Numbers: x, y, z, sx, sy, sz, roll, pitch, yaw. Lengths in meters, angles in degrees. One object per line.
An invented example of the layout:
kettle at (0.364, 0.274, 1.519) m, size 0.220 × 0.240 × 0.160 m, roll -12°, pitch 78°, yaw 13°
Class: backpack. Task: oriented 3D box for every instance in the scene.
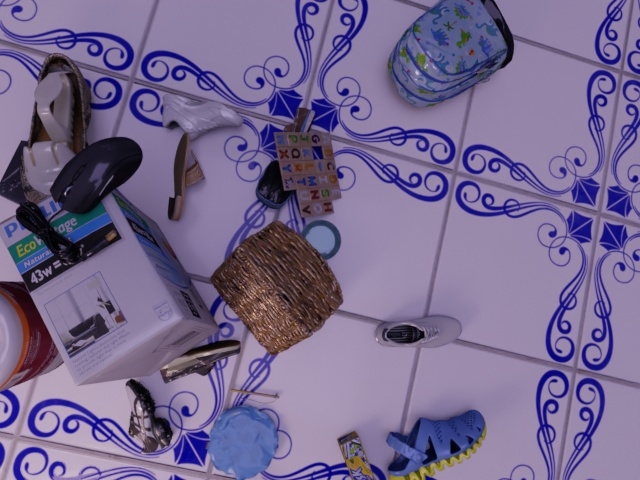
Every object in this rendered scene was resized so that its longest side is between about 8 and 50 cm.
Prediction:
backpack at (-0.126, -0.148, 1.174) m, size 0.104 × 0.084 × 0.115 m, roll 32°, pitch 70°, yaw -9°
backpack at (0.366, -0.556, 1.219) m, size 0.355 × 0.273 × 0.290 m, roll -33°, pitch 96°, yaw 3°

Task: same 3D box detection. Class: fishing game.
fishing game at (-0.209, 0.539, 1.120) m, size 0.188 × 0.041 × 0.265 m, roll 6°, pitch 75°, yaw -7°

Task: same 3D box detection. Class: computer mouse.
computer mouse at (-0.430, -0.084, 0.784) m, size 0.262 × 0.060 × 0.184 m, roll -43°, pitch 77°, yaw -13°

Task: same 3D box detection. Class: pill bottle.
pill bottle at (-0.674, 0.201, 0.914) m, size 0.223 × 0.392 × 0.224 m, roll 1°, pitch 84°, yaw -8°

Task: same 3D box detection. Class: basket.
basket at (-0.114, 0.123, 1.147) m, size 0.299 × 0.223 × 0.213 m, roll 49°, pitch 48°, yaw 0°

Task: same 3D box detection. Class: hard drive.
hard drive at (-0.698, -0.146, 1.118) m, size 0.254 × 0.054 × 0.172 m, roll 21°, pitch 82°, yaw -5°

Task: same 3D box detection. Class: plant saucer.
plant saucer at (0.000, 0.000, 1.209) m, size 0.119 × 0.021 × 0.120 m, roll 1°, pitch 83°, yaw -7°

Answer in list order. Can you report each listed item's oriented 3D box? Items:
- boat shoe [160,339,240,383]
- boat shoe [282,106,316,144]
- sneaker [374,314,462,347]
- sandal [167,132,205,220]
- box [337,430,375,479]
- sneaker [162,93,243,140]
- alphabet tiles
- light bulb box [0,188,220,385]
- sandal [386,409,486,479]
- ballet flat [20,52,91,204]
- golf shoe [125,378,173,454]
boat shoe at (-0.316, 0.323, 1.111) m, size 0.223 × 0.080 × 0.074 m, roll -14°, pitch 92°, yaw -3°
boat shoe at (-0.076, -0.305, 1.215) m, size 0.066 × 0.066 × 0.183 m, roll 22°, pitch 72°, yaw 0°
sneaker at (0.287, 0.267, 1.183) m, size 0.257 × 0.091 × 0.094 m, roll -7°, pitch 85°, yaw -8°
sandal at (-0.364, -0.170, 1.166) m, size 0.079 × 0.088 × 0.240 m, roll 10°, pitch 90°, yaw -38°
box at (0.104, 0.620, 1.143) m, size 0.059 × 0.054 × 0.169 m, roll -21°, pitch 87°, yaw -9°
sneaker at (-0.333, -0.332, 1.177) m, size 0.231 × 0.090 × 0.116 m, roll 10°, pitch 90°, yaw 3°
alphabet tiles at (-0.028, -0.187, 1.175) m, size 0.198 × 0.009 × 0.238 m, roll -11°, pitch 91°, yaw -39°
light bulb box at (-0.444, 0.102, 0.947) m, size 0.225 × 0.358 × 0.361 m, roll -32°, pitch 79°, yaw -10°
sandal at (0.308, 0.547, 1.146) m, size 0.317 × 0.126 × 0.138 m, roll -26°, pitch 84°, yaw -11°
ballet flat at (-0.648, -0.249, 1.021) m, size 0.163 × 0.182 × 0.484 m, roll -3°, pitch 71°, yaw -19°
golf shoe at (-0.466, 0.457, 1.075) m, size 0.093 × 0.077 × 0.198 m, roll -30°, pitch 87°, yaw -9°
